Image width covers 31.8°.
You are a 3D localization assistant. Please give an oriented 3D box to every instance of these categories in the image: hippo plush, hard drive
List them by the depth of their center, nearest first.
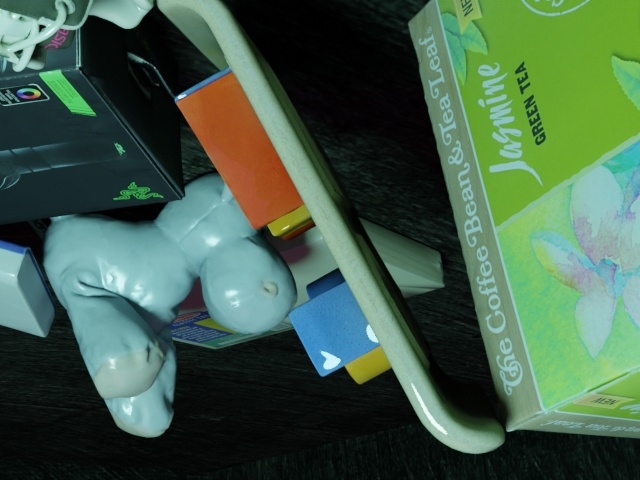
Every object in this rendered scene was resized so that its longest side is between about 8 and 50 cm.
[{"bbox_3d":[-0.438,0.012,1.133,0.318,0.040,0.210,16,159,0],"label":"hard drive"},{"bbox_3d":[-0.156,0.037,1.191,0.236,0.294,0.234,-25,163,-11],"label":"hippo plush"}]

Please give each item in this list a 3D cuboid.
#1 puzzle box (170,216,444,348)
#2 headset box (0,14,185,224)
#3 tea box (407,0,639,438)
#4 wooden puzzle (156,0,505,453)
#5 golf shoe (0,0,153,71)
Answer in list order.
[{"bbox_3d":[-0.080,0.058,1.471,0.408,0.052,0.272,-18,157,33],"label":"puzzle box"},{"bbox_3d":[-0.252,-0.112,0.843,0.283,0.131,0.246,-7,161,6],"label":"headset box"},{"bbox_3d":[0.262,-0.075,0.721,0.220,0.329,0.323,10,147,-35],"label":"tea box"},{"bbox_3d":[0.000,0.000,0.821,0.080,0.348,0.322,-33,175,3],"label":"wooden puzzle"},{"bbox_3d":[-0.184,-0.147,0.598,0.105,0.120,0.273,-31,-173,37],"label":"golf shoe"}]
